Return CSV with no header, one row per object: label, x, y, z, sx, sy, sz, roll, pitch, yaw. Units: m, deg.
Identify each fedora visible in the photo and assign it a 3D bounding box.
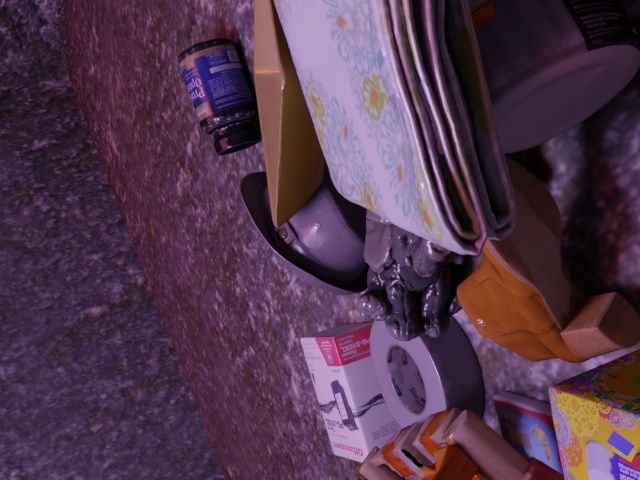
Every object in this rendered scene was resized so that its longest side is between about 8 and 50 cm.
fedora,0.009,-0.049,1.376,0.124,0.244,0.275,-47,58,31

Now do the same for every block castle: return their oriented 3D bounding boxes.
block castle,0.136,0.426,1.171,0.213,0.303,0.453,41,154,3

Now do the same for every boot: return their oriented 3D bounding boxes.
boot,0.205,0.034,0.975,0.295,0.104,0.211,46,157,-7

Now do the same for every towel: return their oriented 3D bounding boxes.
towel,0.048,-0.170,0.837,0.374,0.090,0.320,-142,35,-68

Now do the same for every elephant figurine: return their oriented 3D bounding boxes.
elephant figurine,0.136,0.008,1.161,0.186,0.169,0.239,33,142,30

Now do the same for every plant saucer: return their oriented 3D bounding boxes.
plant saucer,-0.043,-0.240,1.236,0.332,0.081,0.332,99,165,-57

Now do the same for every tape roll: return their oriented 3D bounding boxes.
tape roll,0.162,0.206,1.334,0.219,0.072,0.219,47,147,45

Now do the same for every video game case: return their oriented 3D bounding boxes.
video game case,0.325,0.352,1.124,0.204,0.025,0.285,2,107,66

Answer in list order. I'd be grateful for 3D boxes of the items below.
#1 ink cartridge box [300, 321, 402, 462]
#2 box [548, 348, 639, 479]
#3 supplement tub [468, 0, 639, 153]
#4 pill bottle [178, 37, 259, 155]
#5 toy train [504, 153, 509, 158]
ink cartridge box,0.066,0.277,1.563,0.172,0.100,0.237,-19,88,68
box,0.367,0.164,0.572,0.290,0.279,0.177,7,112,65
supplement tub,0.163,-0.261,0.857,0.316,0.194,0.193,66,156,18
pill bottle,-0.203,-0.293,1.756,0.123,0.123,0.219,-20,88,67
toy train,0.185,-0.158,1.031,0.143,0.105,0.247,-151,66,-82
